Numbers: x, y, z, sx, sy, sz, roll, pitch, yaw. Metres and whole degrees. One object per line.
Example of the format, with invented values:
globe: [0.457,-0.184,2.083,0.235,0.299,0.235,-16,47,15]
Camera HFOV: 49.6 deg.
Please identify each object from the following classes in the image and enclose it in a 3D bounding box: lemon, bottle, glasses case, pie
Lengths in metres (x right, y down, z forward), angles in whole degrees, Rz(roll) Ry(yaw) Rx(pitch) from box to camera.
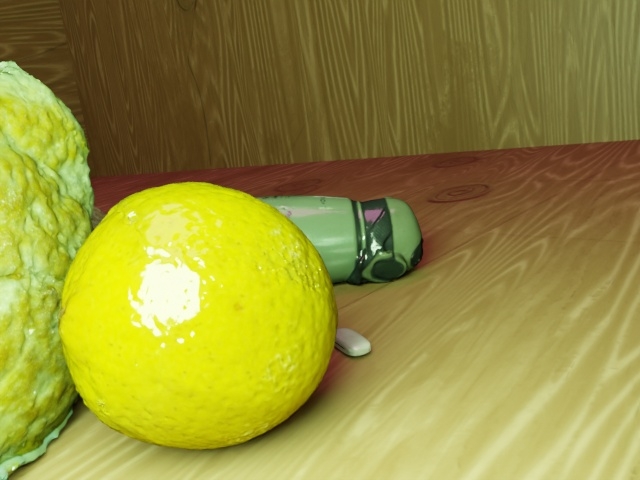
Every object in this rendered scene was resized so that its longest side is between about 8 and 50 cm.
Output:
lemon: [-0.122,0.076,0.708,0.293,0.293,0.293,-8,13,2]
bottle: [0.001,0.001,1.196,0.346,0.169,0.168,-3,13,0]
glasses case: [0.038,0.132,0.908,0.032,0.021,0.083,-11,13,-22]
pie: [-0.366,0.031,0.726,0.180,0.418,0.395,0,16,10]

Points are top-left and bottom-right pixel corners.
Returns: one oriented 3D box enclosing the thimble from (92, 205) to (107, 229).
thimble: [-0.557,0.010,1.445,0.229,0.196,0.148,23,20,3]
